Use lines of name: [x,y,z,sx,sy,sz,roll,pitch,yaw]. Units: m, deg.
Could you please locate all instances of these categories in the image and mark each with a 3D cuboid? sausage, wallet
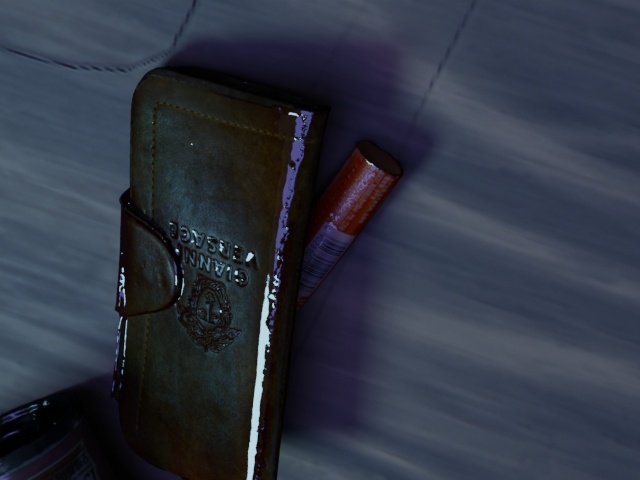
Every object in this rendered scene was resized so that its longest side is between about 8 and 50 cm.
sausage: [0.000,0.000,1.137,0.034,0.034,0.129,36,113,0]
wallet: [-0.068,0.028,1.146,0.137,0.031,0.255,18,111,31]

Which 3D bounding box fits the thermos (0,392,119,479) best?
thermos: [-0.139,0.270,1.224,0.136,0.109,0.330,-22,103,19]
